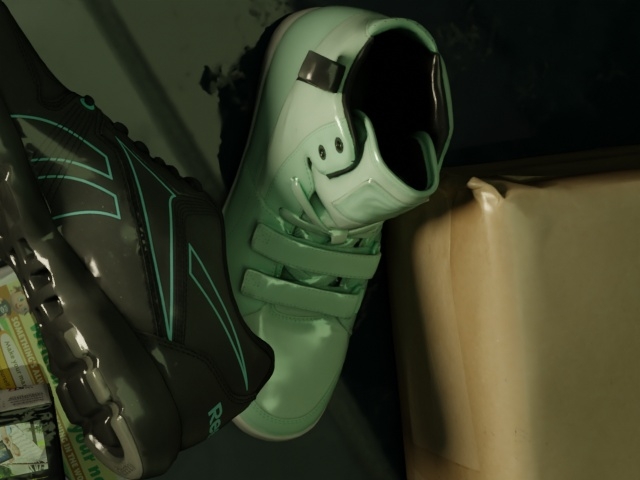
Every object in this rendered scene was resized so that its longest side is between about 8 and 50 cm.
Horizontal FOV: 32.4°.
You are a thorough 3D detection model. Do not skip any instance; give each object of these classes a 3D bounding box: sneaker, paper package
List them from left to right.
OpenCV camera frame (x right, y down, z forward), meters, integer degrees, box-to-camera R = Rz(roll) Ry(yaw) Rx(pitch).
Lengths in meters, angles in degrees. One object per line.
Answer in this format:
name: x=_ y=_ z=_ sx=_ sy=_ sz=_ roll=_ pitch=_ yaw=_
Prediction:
sneaker: x=-0.118 y=-0.013 z=0.576 sx=0.106 sy=0.101 sz=0.267 roll=-26 pitch=88 yaw=-30
sneaker: x=0.000 y=-0.001 z=0.590 sx=0.094 sy=0.151 sz=0.256 roll=6 pitch=96 yaw=-20
paper package: x=0.211 y=0.102 z=0.663 sx=0.309 sy=0.168 sz=0.325 roll=-8 pitch=98 yaw=-16

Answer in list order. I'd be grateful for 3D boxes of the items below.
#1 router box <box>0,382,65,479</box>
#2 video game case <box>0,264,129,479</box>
router box: x=-0.220 y=0.156 z=0.570 sx=0.178 sy=0.046 sz=0.133 roll=-8 pitch=99 yaw=-16
video game case: x=-0.206 y=0.139 z=0.610 sx=0.193 sy=0.023 sz=0.212 roll=-22 pitch=102 yaw=-14
